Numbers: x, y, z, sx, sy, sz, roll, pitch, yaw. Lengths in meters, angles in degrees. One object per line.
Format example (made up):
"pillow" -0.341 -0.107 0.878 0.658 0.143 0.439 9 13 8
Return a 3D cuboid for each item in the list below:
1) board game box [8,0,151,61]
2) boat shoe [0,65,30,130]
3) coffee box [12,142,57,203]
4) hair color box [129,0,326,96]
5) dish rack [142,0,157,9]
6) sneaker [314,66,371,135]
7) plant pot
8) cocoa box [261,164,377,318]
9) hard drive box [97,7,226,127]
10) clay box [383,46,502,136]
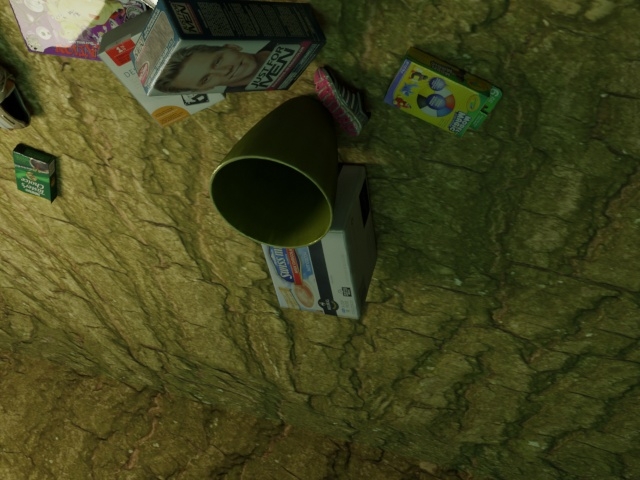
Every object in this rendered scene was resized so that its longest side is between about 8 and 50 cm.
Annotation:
"board game box" -0.533 -0.505 1.654 0.347 0.056 0.208 9 144 12
"boat shoe" -0.825 -0.400 1.850 0.103 0.113 0.302 10 150 9
"coffee box" -0.833 -0.192 2.137 0.113 0.040 0.184 21 141 -2
"hair color box" -0.176 -0.379 1.441 0.174 0.347 0.105 -42 68 47
"dish rack" -0.327 -0.548 1.346 0.333 0.072 0.285 36 148 0
"sneaker" 0.053 -0.318 1.625 0.170 0.075 0.063 54 151 -7
"plant pot" -0.072 -0.181 1.644 0.275 0.293 0.274 11 140 9
"cocoa box" 0.000 0.000 1.872 0.228 0.231 0.347 6 139 16
"hard drive box" -0.346 -0.387 1.626 0.181 0.089 0.232 -21 135 19
"clay box" 0.260 -0.307 1.554 0.222 0.053 0.127 24 141 -4
